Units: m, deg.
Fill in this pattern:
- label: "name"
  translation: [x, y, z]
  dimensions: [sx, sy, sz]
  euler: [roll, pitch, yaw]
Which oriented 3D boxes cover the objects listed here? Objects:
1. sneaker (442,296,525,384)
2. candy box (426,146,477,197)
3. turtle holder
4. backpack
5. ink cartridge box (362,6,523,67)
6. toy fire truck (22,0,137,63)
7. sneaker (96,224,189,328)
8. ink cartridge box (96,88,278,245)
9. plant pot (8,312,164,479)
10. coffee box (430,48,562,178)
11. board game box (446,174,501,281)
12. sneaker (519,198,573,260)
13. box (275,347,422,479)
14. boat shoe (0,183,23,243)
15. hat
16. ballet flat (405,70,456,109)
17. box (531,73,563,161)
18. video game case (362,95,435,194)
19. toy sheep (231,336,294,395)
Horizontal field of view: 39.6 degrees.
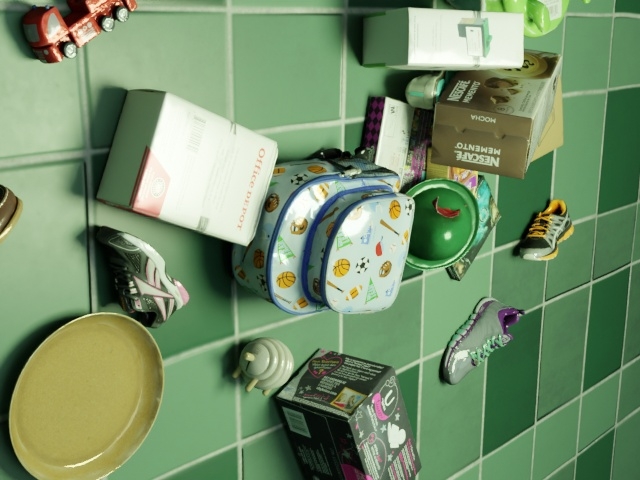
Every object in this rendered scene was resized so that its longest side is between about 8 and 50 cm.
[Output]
- label: "sneaker"
  translation: [0.341, 0.213, 1.868]
  dimensions: [0.223, 0.098, 0.083]
  euler: [-55, 134, -24]
- label: "candy box"
  translation: [0.244, -0.085, 1.657]
  dimensions: [0.109, 0.053, 0.186]
  euler: [-19, 117, -47]
- label: "turtle holder"
  translation: [0.318, -0.512, 1.556]
  dimensions: [0.243, 0.227, 0.320]
  euler: [-54, 134, -23]
- label: "backpack"
  translation: [0.000, 0.000, 1.359]
  dimensions: [0.263, 0.213, 0.276]
  euler: [-3, 105, -37]
- label: "ink cartridge box"
  translation: [0.201, -0.329, 1.466]
  dimensions: [0.220, 0.160, 0.092]
  euler: [-5, 100, -24]
- label: "toy fire truck"
  translation: [-0.287, -0.313, 1.060]
  dimensions: [0.192, 0.047, 0.135]
  euler: [-46, 130, -30]
- label: "sneaker"
  translation: [-0.243, 0.056, 1.187]
  dimensions: [0.077, 0.072, 0.178]
  euler: [-56, 134, -24]
- label: "ink cartridge box"
  translation: [-0.175, -0.095, 1.210]
  dimensions: [0.218, 0.092, 0.158]
  euler: [20, 85, -47]
- label: "plant pot"
  translation: [-0.311, 0.207, 1.181]
  dimensions: [0.236, 0.032, 0.236]
  euler: [-15, 111, -45]
- label: "coffee box"
  translation: [0.318, -0.240, 1.594]
  dimensions: [0.297, 0.168, 0.118]
  euler: [-54, 151, -50]
- label: "board game box"
  translation: [0.300, -0.026, 1.815]
  dimensions: [0.186, 0.026, 0.126]
  euler: [-54, 134, -24]
- label: "sneaker"
  translation: [0.505, -0.020, 2.013]
  dimensions: [0.215, 0.084, 0.083]
  euler: [-41, 127, -46]
- label: "box"
  translation: [0.053, 0.329, 1.523]
  dimensions: [0.142, 0.163, 0.247]
  euler: [-43, 129, -38]
- label: "boat shoe"
  translation: [-0.418, 0.008, 0.976]
  dimensions: [0.207, 0.073, 0.073]
  euler: [-54, 136, -25]
- label: "hat"
  translation: [0.228, -0.006, 1.517]
  dimensions: [0.209, 0.183, 0.172]
  euler: [3, 105, -24]
- label: "ballet flat"
  translation: [0.200, -0.276, 1.600]
  dimensions: [0.213, 0.068, 0.072]
  euler: [-32, 127, -66]
- label: "box"
  translation: [0.475, -0.263, 1.955]
  dimensions: [0.201, 0.021, 0.164]
  euler: [-27, 119, -41]
- label: "video game case"
  translation: [0.148, -0.129, 1.602]
  dimensions: [0.210, 0.042, 0.232]
  euler: [3, 98, -49]
- label: "toy sheep"
  translation: [-0.088, 0.193, 1.390]
  dimensions: [0.132, 0.091, 0.091]
  euler: [33, 74, -67]
